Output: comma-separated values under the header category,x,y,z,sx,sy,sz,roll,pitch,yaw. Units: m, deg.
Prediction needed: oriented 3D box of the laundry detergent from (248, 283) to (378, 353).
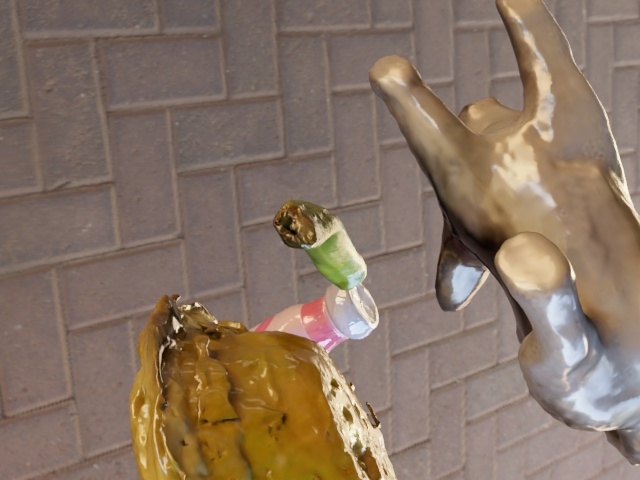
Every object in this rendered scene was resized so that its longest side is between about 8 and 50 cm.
category,x,y,z,sx,sy,sz,roll,pitch,yaw
laundry detergent,-0.075,0.157,1.095,0.088,0.335,0.159,55,23,-9

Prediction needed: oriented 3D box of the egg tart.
category,x,y,z,sx,sy,sz,roll,pitch,yaw
egg tart,-0.017,0.158,0.548,0.116,0.295,0.294,-26,118,8

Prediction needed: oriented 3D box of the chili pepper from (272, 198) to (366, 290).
category,x,y,z,sx,sy,sz,roll,pitch,yaw
chili pepper,0.000,0.000,0.685,0.202,0.052,0.050,44,66,-71

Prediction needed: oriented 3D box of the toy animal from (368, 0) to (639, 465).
category,x,y,z,sx,sy,sz,roll,pitch,yaw
toy animal,0.190,0.009,0.664,0.194,0.344,0.302,-24,139,2
